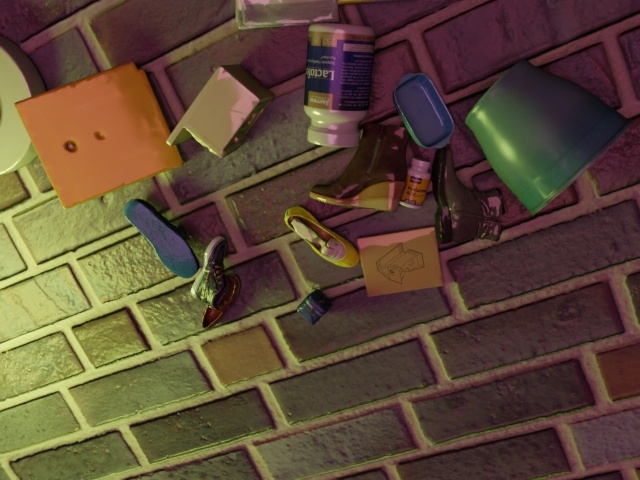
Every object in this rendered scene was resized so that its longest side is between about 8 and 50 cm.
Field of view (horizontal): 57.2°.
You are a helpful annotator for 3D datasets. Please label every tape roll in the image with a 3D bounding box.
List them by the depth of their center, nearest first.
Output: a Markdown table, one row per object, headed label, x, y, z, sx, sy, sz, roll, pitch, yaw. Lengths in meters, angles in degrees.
| label | x | y | z | sx | sy | sz | roll | pitch | yaw |
| --- | --- | --- | --- | --- | --- | --- | --- | --- | --- |
| tape roll | -0.913 | -0.364 | 1.561 | 0.392 | 0.072 | 0.392 | 3 | 108 | 11 |

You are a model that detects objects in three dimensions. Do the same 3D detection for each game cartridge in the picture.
| label | x | y | z | sx | sy | sz | roll | pitch | yaw |
| --- | --- | --- | --- | --- | --- | --- | --- | --- | --- |
| game cartridge | -0.552 | -0.267 | 1.487 | 0.324 | 0.053 | 0.285 | -22 | 103 | -8 |

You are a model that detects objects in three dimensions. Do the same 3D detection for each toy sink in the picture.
| label | x | y | z | sx | sy | sz | roll | pitch | yaw |
| --- | --- | --- | --- | --- | --- | --- | --- | --- | --- |
| toy sink | -0.236 | -0.291 | 1.421 | 0.131 | 0.153 | 0.234 | 40 | 109 | -4 |

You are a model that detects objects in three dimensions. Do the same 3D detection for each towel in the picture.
| label | x | y | z | sx | sy | sz | roll | pitch | yaw |
| --- | --- | --- | --- | --- | --- | --- | --- | --- | --- |
| towel | -0.089 | -0.660 | 1.337 | 0.248 | 0.038 | 0.324 | -1 | 107 | 10 |

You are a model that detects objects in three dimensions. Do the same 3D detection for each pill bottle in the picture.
| label | x | y | z | sx | sy | sz | roll | pitch | yaw |
| --- | --- | --- | --- | --- | --- | --- | --- | --- | --- |
| pill bottle | 0.040 | -0.356 | 1.348 | 0.153 | 0.153 | 0.264 | 7 | 108 | 8 |
| pill bottle | 0.231 | -0.141 | 1.428 | 0.065 | 0.065 | 0.116 | 14 | 109 | 6 |

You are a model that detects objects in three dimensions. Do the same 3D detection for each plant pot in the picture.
| label | x | y | z | sx | sy | sz | roll | pitch | yaw |
| --- | --- | --- | --- | --- | --- | --- | --- | --- | --- |
| plant pot | 0.466 | -0.239 | 1.263 | 0.255 | 0.272 | 0.271 | 47 | 110 | 9 |

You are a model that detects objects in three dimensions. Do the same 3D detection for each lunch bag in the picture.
| label | x | y | z | sx | sy | sz | roll | pitch | yaw |
| --- | --- | --- | --- | --- | --- | --- | --- | --- | --- |
| lunch bag | -0.013 | 0.172 | 1.555 | 0.067 | 0.098 | 0.065 | 44 | 107 | 1 |

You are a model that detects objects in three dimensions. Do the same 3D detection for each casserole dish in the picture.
| label | x | y | z | sx | sy | sz | roll | pitch | yaw |
| --- | --- | --- | --- | --- | --- | --- | --- | --- | --- |
| casserole dish | 0.236 | -0.299 | 1.369 | 0.114 | 0.037 | 0.188 | -35 | 98 | -19 |

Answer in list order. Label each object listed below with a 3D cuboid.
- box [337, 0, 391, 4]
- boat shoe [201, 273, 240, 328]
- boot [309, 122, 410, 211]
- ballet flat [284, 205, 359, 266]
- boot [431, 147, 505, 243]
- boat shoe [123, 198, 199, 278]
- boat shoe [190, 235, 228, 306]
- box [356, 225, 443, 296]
| label | x | y | z | sx | sy | sz | roll | pitch | yaw |
| --- | --- | --- | --- | --- | --- | --- | --- | --- | --- |
| box | 0.127 | -0.591 | 1.316 | 0.178 | 0.042 | 0.109 | 0 | 108 | 10 |
| boat shoe | -0.278 | 0.174 | 1.624 | 0.064 | 0.060 | 0.178 | 31 | 110 | 0 |
| boot | 0.098 | -0.182 | 1.442 | 0.248 | 0.090 | 0.206 | 8 | 90 | 26 |
| ballet flat | 0.000 | 0.000 | 1.508 | 0.231 | 0.077 | 0.077 | 39 | 107 | -3 |
| boot | 0.358 | -0.111 | 1.421 | 0.161 | 0.083 | 0.246 | -7 | 106 | 0 |
| boat shoe | -0.409 | -0.016 | 1.577 | 0.109 | 0.089 | 0.258 | -33 | 98 | 8 |
| boat shoe | -0.275 | 0.085 | 1.572 | 0.083 | 0.065 | 0.183 | 26 | 99 | 23 |
| box | 0.207 | 0.055 | 1.515 | 0.201 | 0.021 | 0.164 | -9 | 106 | 11 |
